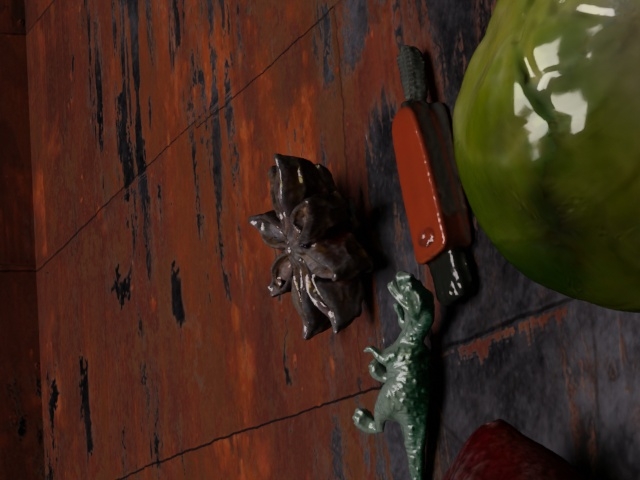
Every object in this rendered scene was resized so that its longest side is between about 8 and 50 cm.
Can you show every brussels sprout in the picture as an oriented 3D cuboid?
[{"bbox_3d":[0.267,-0.103,1.416,0.268,0.344,0.344,-58,-17,-66],"label":"brussels sprout"}]

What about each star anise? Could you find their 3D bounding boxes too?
[{"bbox_3d":[0.000,-0.001,2.140,0.223,0.109,0.236,162,90,-71],"label":"star anise"}]

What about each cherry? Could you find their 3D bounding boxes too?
[{"bbox_3d":[0.178,0.321,1.628,0.230,0.203,0.300,147,130,-68],"label":"cherry"}]

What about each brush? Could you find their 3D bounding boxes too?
[{"bbox_3d":[0.122,-0.079,1.946,0.070,0.051,0.323,132,134,-57],"label":"brush"}]

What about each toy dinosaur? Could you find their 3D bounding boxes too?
[{"bbox_3d":[0.085,0.210,1.993,0.129,0.076,0.383,26,123,57],"label":"toy dinosaur"}]
